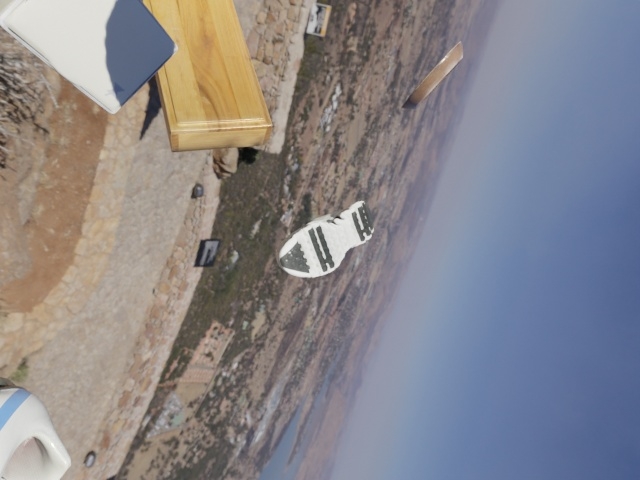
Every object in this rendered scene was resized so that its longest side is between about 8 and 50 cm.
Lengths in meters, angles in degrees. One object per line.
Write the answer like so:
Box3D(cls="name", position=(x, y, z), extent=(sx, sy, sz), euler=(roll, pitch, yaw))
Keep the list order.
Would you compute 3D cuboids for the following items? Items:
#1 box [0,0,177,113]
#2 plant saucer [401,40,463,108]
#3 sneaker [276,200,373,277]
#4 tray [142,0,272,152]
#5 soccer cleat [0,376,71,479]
Box3D(cls="box", position=(-0.330, -0.311, 0.513), extent=(0.121, 0.311, 0.148), euler=(-45, 151, -1))
Box3D(cls="plant saucer", position=(0.239, -0.337, 0.847), extent=(0.168, 0.029, 0.168), euler=(-46, -179, 1))
Box3D(cls="sneaker", position=(0.000, 0.000, 0.871), extent=(0.292, 0.118, 0.110), euler=(-28, 108, -48))
Box3D(cls="tray", position=(-0.258, -0.391, 0.882), extent=(0.076, 0.202, 0.412), euler=(126, -51, -61))
Box3D(cls="soccer cleat", position=(-0.342, 0.198, 0.311), extent=(0.116, 0.143, 0.331), euler=(-50, 167, 1))
